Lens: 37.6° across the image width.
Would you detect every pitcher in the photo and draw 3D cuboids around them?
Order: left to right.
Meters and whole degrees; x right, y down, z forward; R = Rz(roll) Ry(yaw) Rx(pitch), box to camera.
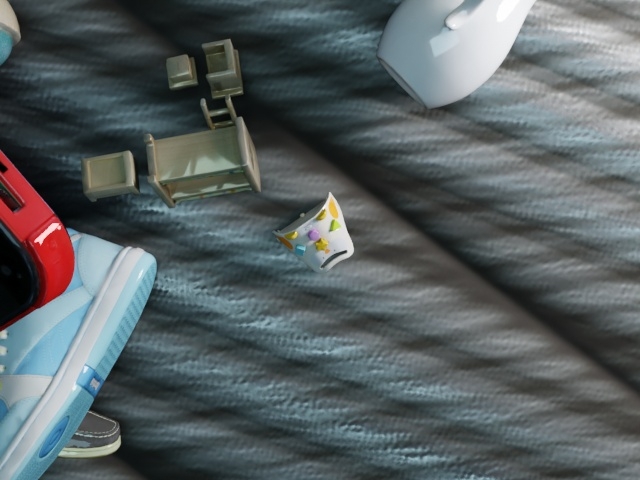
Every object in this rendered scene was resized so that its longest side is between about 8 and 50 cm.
[{"bbox_3d":[0.159,-0.243,0.991,0.207,0.178,0.125,-44,85,6],"label":"pitcher"}]

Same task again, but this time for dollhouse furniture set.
[{"bbox_3d":[-0.172,-0.126,1.075,0.182,0.101,0.160,-9,73,3],"label":"dollhouse furniture set"}]

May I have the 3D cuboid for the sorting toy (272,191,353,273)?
[{"bbox_3d":[0.000,0.000,1.103,0.083,0.045,0.075,-35,115,5],"label":"sorting toy"}]

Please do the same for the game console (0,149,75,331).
[{"bbox_3d":[-0.450,-0.046,0.911,0.342,0.060,0.386,-28,107,35],"label":"game console"}]

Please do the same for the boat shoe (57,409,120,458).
[{"bbox_3d":[-0.343,0.197,1.112,0.224,0.080,0.073,13,103,4],"label":"boat shoe"}]

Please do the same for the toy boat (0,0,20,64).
[{"bbox_3d":[-0.482,-0.206,1.004,0.318,0.268,0.148,-3,90,32],"label":"toy boat"}]

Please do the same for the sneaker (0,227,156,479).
[{"bbox_3d":[-0.343,0.115,1.047,0.208,0.127,0.319,26,65,2],"label":"sneaker"}]
